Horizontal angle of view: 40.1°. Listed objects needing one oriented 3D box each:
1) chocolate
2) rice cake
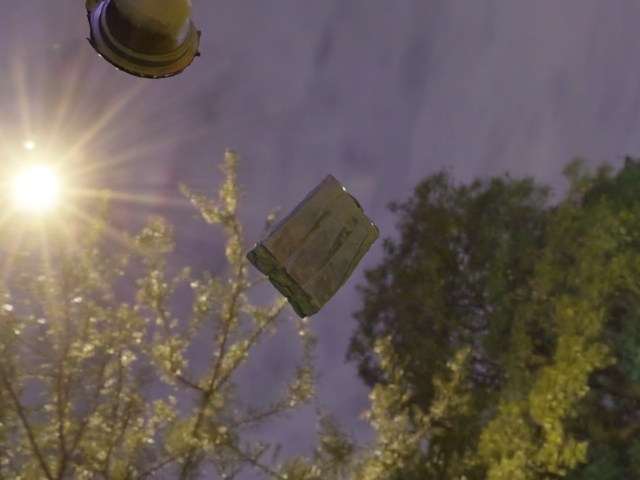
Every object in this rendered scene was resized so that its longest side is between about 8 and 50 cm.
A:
[{"bbox_3d":[-0.303,-0.409,1.542,0.221,0.221,0.147,-56,-5,-39],"label":"chocolate"},{"bbox_3d":[0.000,0.000,1.113,0.124,0.038,0.211,49,-140,-12],"label":"rice cake"}]
